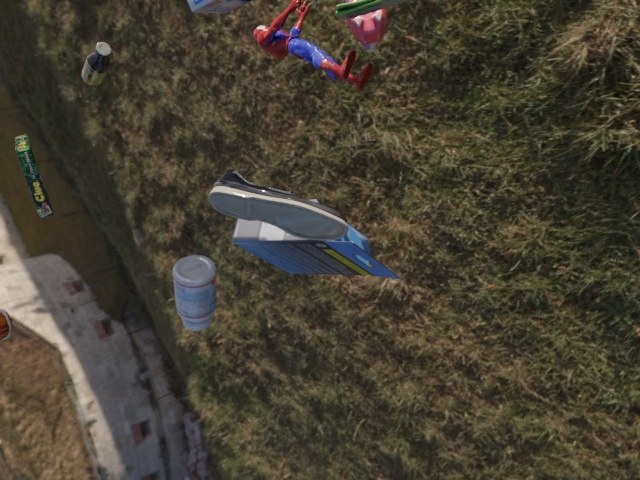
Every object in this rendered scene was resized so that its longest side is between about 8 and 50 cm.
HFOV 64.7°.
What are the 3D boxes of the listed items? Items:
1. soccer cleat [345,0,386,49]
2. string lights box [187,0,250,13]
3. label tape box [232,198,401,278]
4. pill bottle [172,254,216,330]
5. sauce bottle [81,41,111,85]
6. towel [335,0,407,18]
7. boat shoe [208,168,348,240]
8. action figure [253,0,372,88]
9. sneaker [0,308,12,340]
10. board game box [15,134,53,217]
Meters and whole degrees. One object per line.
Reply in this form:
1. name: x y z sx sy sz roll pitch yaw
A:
1. soccer cleat: 0.074 -0.477 0.926 0.095 0.082 0.248 48 -146 -81
2. string lights box: -0.040 -0.366 0.608 0.259 0.133 0.077 -19 109 16
3. label tape box: 0.000 0.000 1.180 0.333 0.240 0.106 0 69 35
4. pill bottle: -0.264 0.115 1.072 0.087 0.087 0.160 41 140 32
5. sauce bottle: -0.419 -0.332 0.947 0.128 0.042 0.042 -18 89 56
6. towel: 0.085 -0.369 0.775 0.113 0.152 0.023 -12 109 16
7. boat shoe: -0.055 -0.057 0.732 0.205 0.065 0.075 15 144 2
8. action figure: -0.018 -0.390 0.943 0.280 0.091 0.139 29 100 33
9. sneaker: -0.509 0.116 0.687 0.175 0.067 0.064 -5 94 16
10. board game box: -0.592 -0.139 1.039 0.259 0.030 0.136 26 132 56
